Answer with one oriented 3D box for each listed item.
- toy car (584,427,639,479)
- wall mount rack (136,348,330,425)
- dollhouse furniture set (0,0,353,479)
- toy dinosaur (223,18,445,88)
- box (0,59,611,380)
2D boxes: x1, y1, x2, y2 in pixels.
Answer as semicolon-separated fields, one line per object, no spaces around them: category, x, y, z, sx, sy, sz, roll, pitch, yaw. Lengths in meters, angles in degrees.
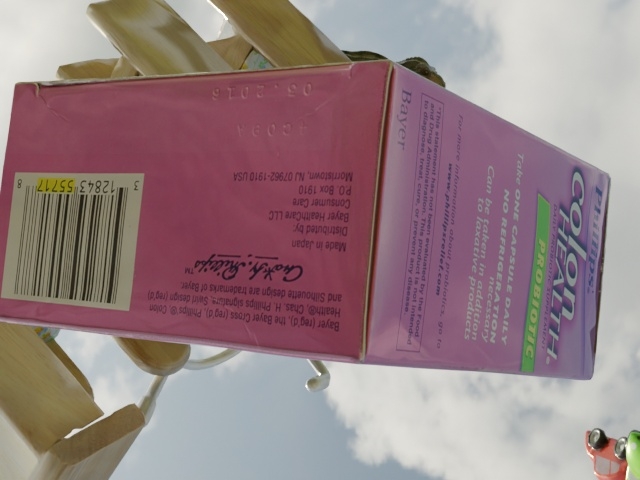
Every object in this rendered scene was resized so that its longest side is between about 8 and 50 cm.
toy car;0.323;0.222;1.006;0.239;0.225;0.053;19;-99;35
wall mount rack;-0.046;0.058;1.096;0.350;0.304;0.130;-51;-120;26
dollhouse furniture set;-0.151;0.038;0.838;0.256;0.362;0.394;47;-143;14
toy dinosaur;0.010;-0.174;1.276;0.268;0.118;0.064;13;-162;9
box;0.000;0.000;0.557;0.213;0.243;0.117;3;-95;34
